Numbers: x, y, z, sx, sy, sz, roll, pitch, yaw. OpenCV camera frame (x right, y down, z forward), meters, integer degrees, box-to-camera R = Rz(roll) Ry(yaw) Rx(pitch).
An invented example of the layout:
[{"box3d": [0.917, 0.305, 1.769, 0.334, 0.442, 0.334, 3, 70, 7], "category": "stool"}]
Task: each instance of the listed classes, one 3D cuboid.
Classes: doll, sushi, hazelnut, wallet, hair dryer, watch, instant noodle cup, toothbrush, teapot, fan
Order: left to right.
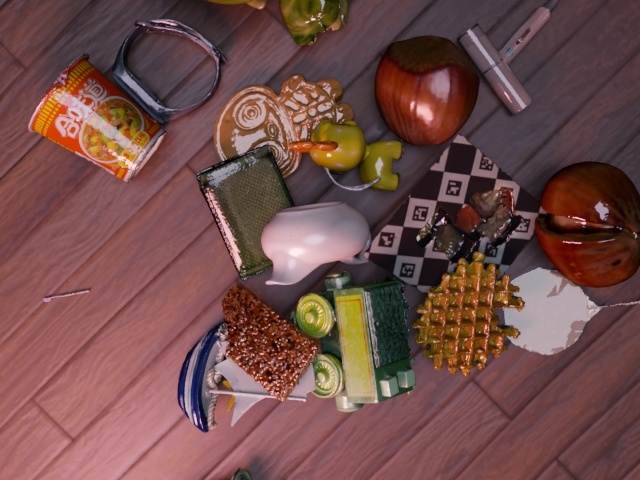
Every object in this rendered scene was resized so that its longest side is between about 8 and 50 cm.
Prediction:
[{"box3d": [-0.518, 0.113, 1.708, 0.097, 0.006, 0.008, -12, 93, 1], "category": "toothbrush"}, {"box3d": [-0.421, -0.225, 1.620, 0.212, 0.193, 0.193, 37, 91, -9], "category": "instant noodle cup"}, {"box3d": [-0.304, -0.348, 1.666, 0.193, 0.068, 0.206, -45, 95, -2], "category": "watch"}, {"box3d": [-0.132, -0.056, 1.665, 0.160, 0.055, 0.235, -23, 108, -2], "category": "wallet"}, {"box3d": [0.000, 0.000, 1.587, 0.298, 0.204, 0.139, -14, 96, -44], "category": "teapot"}, {"box3d": [0.048, -0.167, 1.623, 0.221, 0.143, 0.135, 8, 93, -25], "category": "doll"}, {"box3d": [0.210, -0.292, 1.620, 0.210, 0.210, 0.186, 39, 68, -1], "category": "hazelnut"}, {"box3d": [0.263, -0.022, 1.640, 0.294, 0.059, 0.292, 35, 94, -26], "category": "sushi"}, {"box3d": [0.417, -0.389, 1.678, 0.220, 0.053, 0.195, -36, 92, -6], "category": "hair dryer"}, {"box3d": [0.528, 0.139, 1.706, 0.311, 0.010, 0.182, -5, 92, 3], "category": "fan"}, {"box3d": [0.529, -0.027, 1.600, 0.217, 0.217, 0.251, -10, 114, 0], "category": "hazelnut"}]

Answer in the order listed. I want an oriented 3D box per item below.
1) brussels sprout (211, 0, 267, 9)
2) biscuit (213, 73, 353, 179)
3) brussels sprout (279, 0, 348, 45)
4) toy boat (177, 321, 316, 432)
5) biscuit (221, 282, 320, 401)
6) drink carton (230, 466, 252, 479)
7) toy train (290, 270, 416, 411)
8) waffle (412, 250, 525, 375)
[{"box3d": [-0.205, -0.578, 1.497, 0.315, 0.371, 0.275, 23, 111, -7], "category": "brussels sprout"}, {"box3d": [-0.076, -0.228, 1.682, 0.289, 0.044, 0.201, -19, 92, 2], "category": "biscuit"}, {"box3d": [-0.020, -0.480, 1.650, 0.139, 0.100, 0.180, -4, 103, 20], "category": "brussels sprout"}, {"box3d": [-0.144, 0.267, 1.621, 0.291, 0.067, 0.220, -3, 72, 28], "category": "toy boat"}, {"box3d": [-0.119, 0.190, 1.602, 0.237, 0.026, 0.131, 35, 88, 28], "category": "biscuit"}, {"box3d": [-0.204, 0.550, 1.664, 0.143, 0.144, 0.146, -21, 91, 10], "category": "drink carton"}, {"box3d": [0.069, 0.192, 1.604, 0.188, 0.159, 0.271, -7, 89, 38], "category": "toy train"}, {"box3d": [0.292, 0.153, 1.651, 0.232, 0.051, 0.228, -42, 117, -1], "category": "waffle"}]
